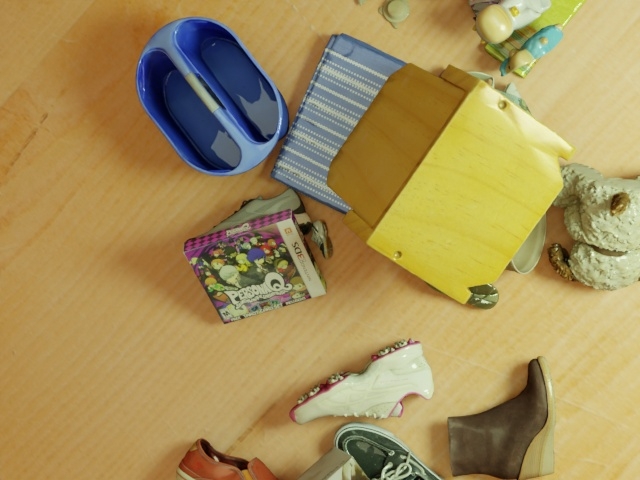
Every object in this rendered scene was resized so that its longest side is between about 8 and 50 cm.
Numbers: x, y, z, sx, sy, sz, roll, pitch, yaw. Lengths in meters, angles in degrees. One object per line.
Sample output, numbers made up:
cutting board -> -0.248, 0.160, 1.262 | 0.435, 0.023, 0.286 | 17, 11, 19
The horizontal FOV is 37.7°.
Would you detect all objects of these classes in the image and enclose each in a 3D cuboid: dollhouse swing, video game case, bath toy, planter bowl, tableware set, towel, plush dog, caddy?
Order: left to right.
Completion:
caddy -> -0.218, -0.286, 1.898 | 0.241, 0.179, 0.341 | -39, 84, 7
video game case -> -0.129, 0.056, 1.894 | 0.232, 0.042, 0.210 | -17, 126, 9
towel -> 0.067, -0.231, 1.924 | 0.243, 0.040, 0.336 | 26, 96, 7
tableware set -> 0.153, -0.528, 1.911 | 0.169, 0.020, 0.141 | -44, 81, 9
dollhouse swing -> 0.226, -0.127, 1.784 | 0.315, 0.305, 0.347 | 32, 97, -14
bath toy -> 0.316, -0.493, 1.794 | 0.151, 0.129, 0.348 | -34, 96, -36
planter bowl -> 0.354, -0.021, 1.819 | 0.109, 0.162, 0.162 | 7, 92, 36
towel -> 0.438, -0.444, 1.862 | 0.102, 0.021, 0.237 | 39, 96, 2
plush dog -> 0.553, -0.008, 1.773 | 0.262, 0.210, 0.225 | 5, 116, 11

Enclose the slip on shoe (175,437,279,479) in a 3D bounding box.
slip on shoe -> -0.136, 0.501, 1.921 | 0.331, 0.123, 0.101 | 20, 90, 14

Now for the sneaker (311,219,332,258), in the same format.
sneaker -> 0.000, 0.000, 1.938 | 0.037, 0.032, 0.083 | -16, 82, 23

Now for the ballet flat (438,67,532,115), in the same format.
ballet flat -> 0.338, -0.288, 1.859 | 0.221, 0.077, 0.079 | 26, 71, 9

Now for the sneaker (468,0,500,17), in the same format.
sneaker -> 0.351, -0.470, 1.869 | 0.098, 0.038, 0.069 | -21, 89, 18

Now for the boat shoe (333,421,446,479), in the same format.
boat shoe -> 0.154, 0.477, 1.871 | 0.306, 0.105, 0.113 | 40, 97, 7

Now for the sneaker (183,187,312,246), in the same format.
sneaker -> -0.154, -0.028, 1.938 | 0.272, 0.100, 0.108 | -18, 70, 8

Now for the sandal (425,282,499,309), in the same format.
sandal -> 0.274, 0.080, 1.881 | 0.180, 0.049, 0.072 | 28, 101, -6

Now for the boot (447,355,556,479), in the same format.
boot -> 0.353, 0.350, 1.842 | 0.207, 0.090, 0.248 | -1, 94, 8

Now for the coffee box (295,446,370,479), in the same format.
coffee box -> 0.068, 0.574, 1.820 | 0.168, 0.119, 0.297 | -38, 100, -15

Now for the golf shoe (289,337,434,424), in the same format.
golf shoe -> 0.086, 0.315, 1.882 | 0.306, 0.115, 0.140 | -28, 89, 10
